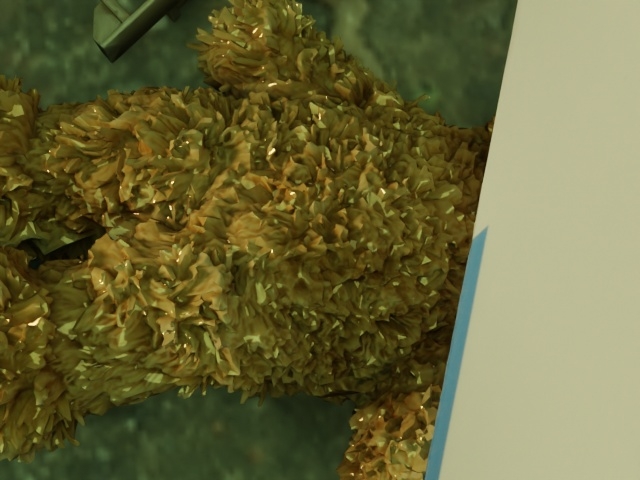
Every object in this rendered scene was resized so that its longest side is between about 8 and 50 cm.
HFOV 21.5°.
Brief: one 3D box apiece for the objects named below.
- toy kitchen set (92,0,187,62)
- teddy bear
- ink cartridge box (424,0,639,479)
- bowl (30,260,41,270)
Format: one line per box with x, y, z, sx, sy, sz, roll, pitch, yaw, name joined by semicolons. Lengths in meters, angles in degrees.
-0.093;-0.128;0.734;0.068;0.083;0.075;-45;86;-4;toy kitchen set
0.000;0.000;0.659;0.338;0.113;0.245;14;44;-3;teddy bear
0.206;0.045;0.612;0.307;0.129;0.223;19;75;-31;ink cartridge box
-0.278;0.010;0.683;0.311;0.163;0.311;0;85;0;bowl
